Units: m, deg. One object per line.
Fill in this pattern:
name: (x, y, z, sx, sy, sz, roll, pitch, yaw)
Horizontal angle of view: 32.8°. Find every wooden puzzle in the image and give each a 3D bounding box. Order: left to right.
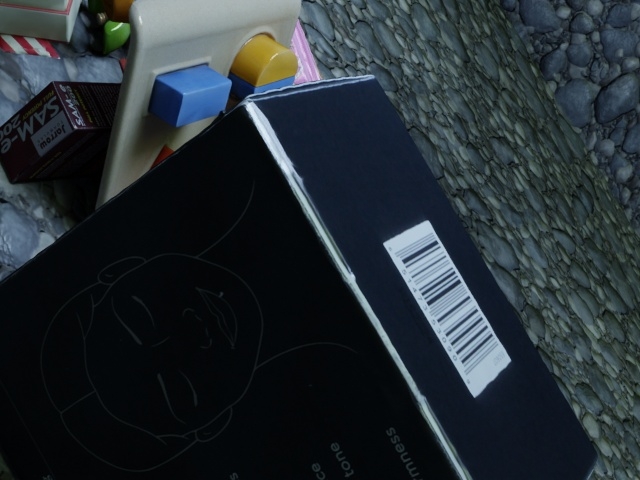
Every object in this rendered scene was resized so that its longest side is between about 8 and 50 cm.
wooden puzzle: (-0.143, -0.151, 1.415, 0.080, 0.348, 0.322, 29, 31, 25)

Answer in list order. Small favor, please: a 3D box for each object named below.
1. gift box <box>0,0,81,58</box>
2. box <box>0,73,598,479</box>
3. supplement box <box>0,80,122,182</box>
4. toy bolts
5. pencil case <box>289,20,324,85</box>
gift box: (-0.378, -0.381, 1.307, 0.276, 0.258, 0.255, 11, 47, -3)
box: (-0.058, 0.159, 1.129, 0.480, 0.471, 0.297, 60, 29, 3)
supplement box: (-0.286, -0.141, 1.403, 0.239, 0.130, 0.073, -12, 72, -60)
toy bolts: (-0.221, -0.297, 1.545, 0.158, 0.218, 0.229, -14, 77, -19)
pencil case: (-0.082, -0.279, 1.670, 0.167, 0.160, 0.386, 115, -45, -82)
